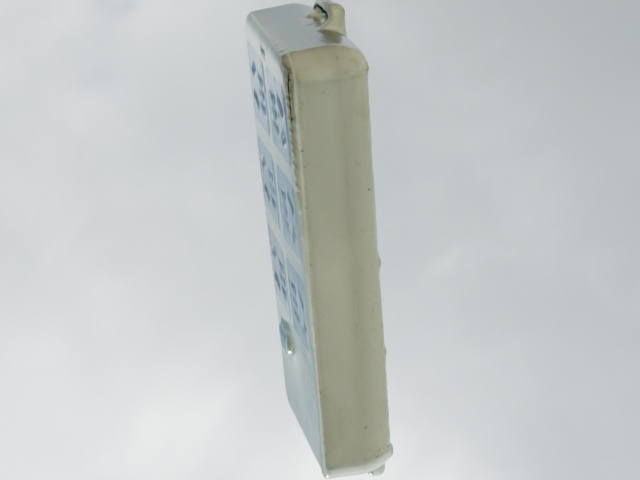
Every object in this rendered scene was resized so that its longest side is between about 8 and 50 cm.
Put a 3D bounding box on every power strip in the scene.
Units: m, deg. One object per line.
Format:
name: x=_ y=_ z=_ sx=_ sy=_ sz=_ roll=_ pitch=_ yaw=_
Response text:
power strip: x=0.000 y=0.000 z=0.743 sx=0.035 sy=0.081 sz=0.192 roll=-10 pitch=-67 yaw=-12
